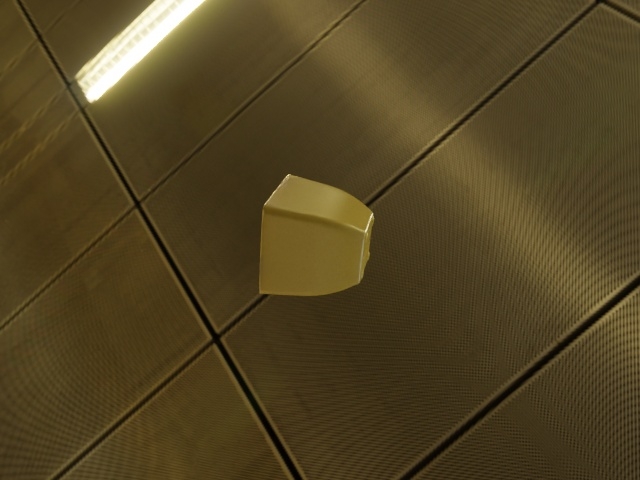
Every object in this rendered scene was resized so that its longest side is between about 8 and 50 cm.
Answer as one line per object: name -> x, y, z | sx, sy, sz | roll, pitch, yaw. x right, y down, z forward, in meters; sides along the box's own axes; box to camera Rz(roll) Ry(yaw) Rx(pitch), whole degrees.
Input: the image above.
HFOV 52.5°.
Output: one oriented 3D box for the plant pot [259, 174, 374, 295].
plant pot -> 0.000, 0.000, 0.553 | 0.083, 0.081, 0.081 | 10, -153, 9
